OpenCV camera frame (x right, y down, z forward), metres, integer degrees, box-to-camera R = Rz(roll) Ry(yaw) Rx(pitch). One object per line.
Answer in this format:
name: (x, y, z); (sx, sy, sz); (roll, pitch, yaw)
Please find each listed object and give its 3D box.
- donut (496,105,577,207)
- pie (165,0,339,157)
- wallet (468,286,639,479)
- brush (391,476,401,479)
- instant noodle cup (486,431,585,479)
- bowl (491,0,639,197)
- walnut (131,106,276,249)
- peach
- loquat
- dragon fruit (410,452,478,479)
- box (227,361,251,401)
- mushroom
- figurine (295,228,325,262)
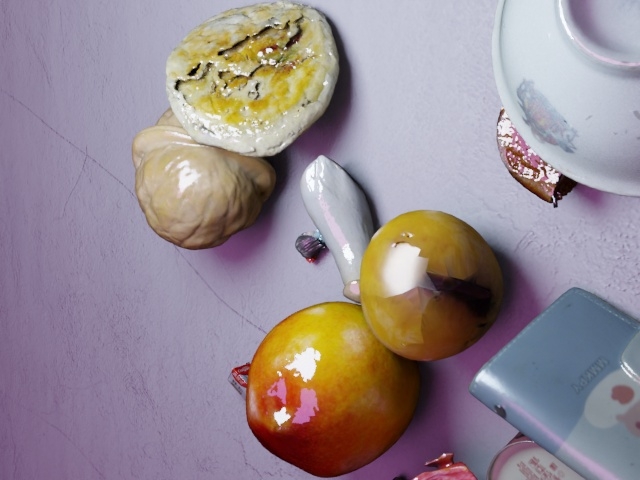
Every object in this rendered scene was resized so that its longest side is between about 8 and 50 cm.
donut: (0.341, -0.177, 1.144); (0.141, 0.085, 0.217); (34, 117, 31)
pie: (-0.123, -0.301, 1.411); (0.339, 0.339, 0.077); (44, 166, 26)
wallet: (0.412, 0.217, 1.065); (0.360, 0.252, 0.083); (34, 153, 35)
brush: (0.093, 0.580, 1.513); (0.065, 0.070, 0.327); (36, 121, 19)
instant noodle cup: (0.363, 0.352, 1.159); (0.235, 0.178, 0.234); (9, 104, 42)
bowl: (0.389, -0.273, 0.939); (0.435, 0.196, 0.434); (-1, 88, 27)
walnut: (-0.228, -0.130, 1.525); (0.285, 0.285, 0.296); (-11, 58, 41)
peach: (0.014, 0.253, 1.348); (0.308, 0.332, 0.307); (4, 98, 30)
loquat: (0.170, 0.070, 1.239); (0.235, 0.235, 0.235); (9, 103, 39)
dragon fruit: (0.154, 0.526, 1.193); (0.371, 0.249, 0.386); (91, 170, -52)
box: (-0.107, 0.345, 1.645); (0.218, 0.055, 0.039); (44, 121, 26)
mushroom: (0.049, -0.014, 1.398); (0.103, 0.118, 0.270); (-29, 73, 25)
figurine: (0.000, 0.000, 1.499); (0.106, 0.047, 0.060); (-32, 113, 32)
